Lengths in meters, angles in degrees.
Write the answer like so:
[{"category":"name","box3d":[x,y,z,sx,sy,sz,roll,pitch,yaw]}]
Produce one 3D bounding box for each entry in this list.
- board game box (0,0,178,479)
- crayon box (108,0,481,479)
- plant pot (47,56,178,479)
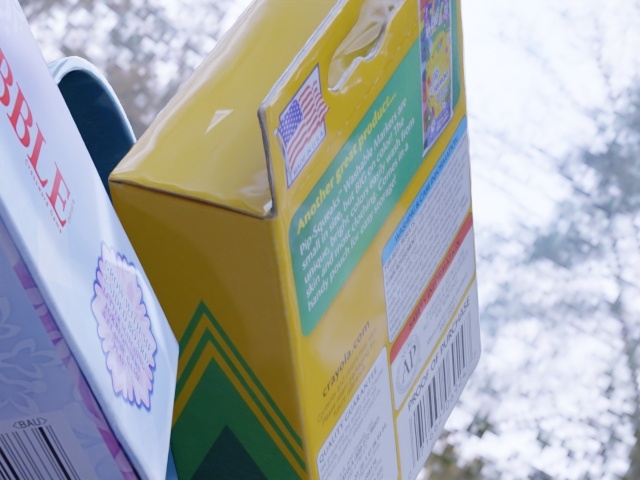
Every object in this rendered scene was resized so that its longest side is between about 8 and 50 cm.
[{"category":"board game box","box3d":[-0.235,-0.036,0.412,0.319,0.066,0.318,-10,-50,11]},{"category":"crayon box","box3d":[0.000,0.000,0.808,0.083,0.203,0.323,14,-44,22]},{"category":"plant pot","box3d":[-0.221,0.061,0.850,0.255,0.271,0.271,-8,-34,7]}]
